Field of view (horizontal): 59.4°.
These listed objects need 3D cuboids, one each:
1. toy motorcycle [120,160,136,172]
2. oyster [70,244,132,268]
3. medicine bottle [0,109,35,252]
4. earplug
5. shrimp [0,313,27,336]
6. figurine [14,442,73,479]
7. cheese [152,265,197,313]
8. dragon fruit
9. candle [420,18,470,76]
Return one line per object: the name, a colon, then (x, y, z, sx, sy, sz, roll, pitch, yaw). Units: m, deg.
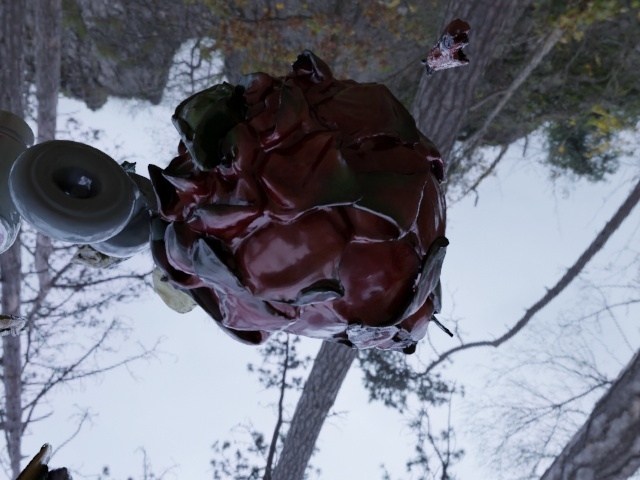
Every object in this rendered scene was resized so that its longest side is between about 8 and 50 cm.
toy motorcycle: (-0.698, -0.214, 1.918, 0.074, 0.190, 0.106, 49, -174, -21)
oyster: (-0.481, -0.048, 1.421, 0.197, 0.133, 0.337, -3, -141, 52)
medicine bottle: (-0.664, -0.122, 1.106, 0.170, 0.170, 0.293, 4, -133, -18)
earplug: (-0.429, -0.066, 1.065, 0.214, 0.174, 0.325, 66, -166, 21)
shrimp: (-0.688, 0.183, 1.213, 0.115, 0.051, 0.217, 1, 167, -1)
figurine: (-0.429, 0.501, 0.987, 0.257, 0.208, 0.181, 32, -119, -6)
cheese: (-0.565, 0.182, 2.206, 0.226, 0.214, 0.117, 46, -134, 13)
dragon fruit: (0.000, 0.000, 0.448, 0.233, 0.293, 0.234, -24, -152, 14)
candle: (0.262, -0.401, 1.191, 0.059, 0.084, 0.302, -12, -169, 0)
